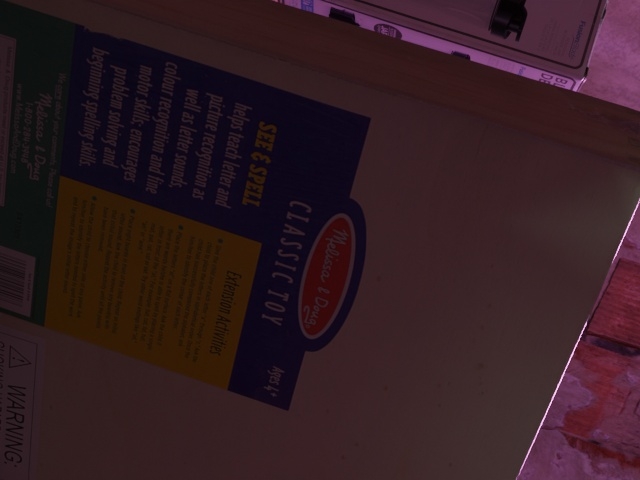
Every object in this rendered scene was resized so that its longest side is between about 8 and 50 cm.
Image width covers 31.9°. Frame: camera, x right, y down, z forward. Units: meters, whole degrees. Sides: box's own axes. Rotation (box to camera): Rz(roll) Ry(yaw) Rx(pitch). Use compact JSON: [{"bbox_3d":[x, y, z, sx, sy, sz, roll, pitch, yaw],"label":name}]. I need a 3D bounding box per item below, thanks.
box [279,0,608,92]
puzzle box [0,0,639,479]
[{"bbox_3d":[0.123,-0.245,1.051,0.087,0.290,0.169,91,17,-72],"label":"box"},{"bbox_3d":[-0.043,0.083,0.536,0.052,0.272,0.409,-64,171,-55],"label":"puzzle box"}]
